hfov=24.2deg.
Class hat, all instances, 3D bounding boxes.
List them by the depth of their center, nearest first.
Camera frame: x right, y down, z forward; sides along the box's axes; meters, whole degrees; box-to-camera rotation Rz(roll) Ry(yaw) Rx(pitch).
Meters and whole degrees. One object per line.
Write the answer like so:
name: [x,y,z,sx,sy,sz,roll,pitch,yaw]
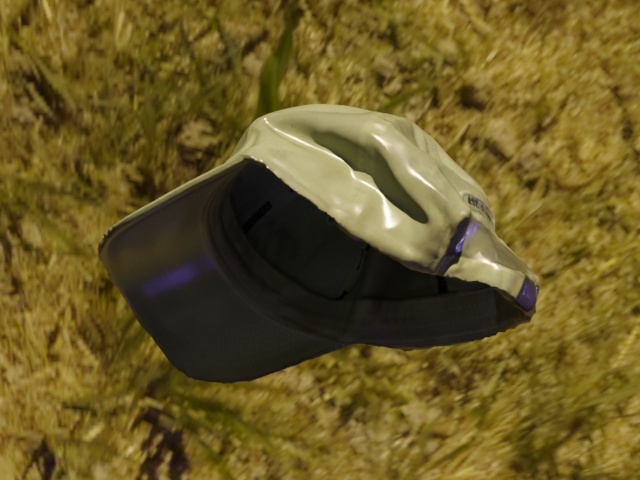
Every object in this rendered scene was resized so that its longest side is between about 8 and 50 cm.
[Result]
hat: [-0.005,0.004,0.624,0.166,0.081,0.122,-24,116,14]
